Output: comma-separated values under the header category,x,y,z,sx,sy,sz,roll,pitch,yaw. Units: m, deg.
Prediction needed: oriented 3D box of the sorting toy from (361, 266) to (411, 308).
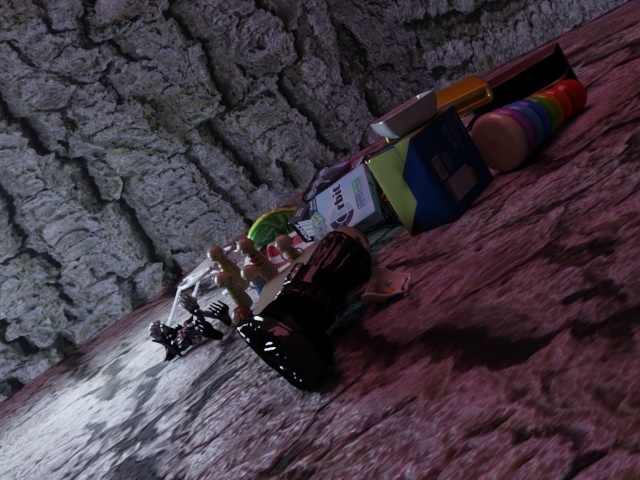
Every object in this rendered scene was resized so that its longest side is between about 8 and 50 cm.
category,x,y,z,sx,sy,sz,roll,pitch,yaw
sorting toy,0.120,0.081,1.075,0.075,0.044,0.083,-16,26,29

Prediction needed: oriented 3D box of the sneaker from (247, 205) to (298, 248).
category,x,y,z,sx,sy,sz,roll,pitch,yaw
sneaker,-0.090,-0.037,1.950,0.296,0.123,0.109,-19,-35,-17

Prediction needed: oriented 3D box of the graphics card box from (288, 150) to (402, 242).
category,x,y,z,sx,sy,sz,roll,pitch,yaw
graphics card box,0.110,-0.127,1.632,0.371,0.094,0.232,-11,41,42

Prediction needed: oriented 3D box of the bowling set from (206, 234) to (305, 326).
category,x,y,z,sx,sy,sz,roll,pitch,yaw
bowling set,-0.180,0.096,1.528,0.287,0.154,0.199,-18,32,32

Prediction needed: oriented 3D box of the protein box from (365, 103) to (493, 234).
category,x,y,z,sx,sy,sz,roll,pitch,yaw
protein box,0.246,-0.157,1.369,0.136,0.199,0.201,-21,15,47

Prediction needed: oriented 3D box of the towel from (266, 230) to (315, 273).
category,x,y,z,sx,sy,sz,roll,pitch,yaw
towel,-0.057,0.026,1.746,0.237,0.037,0.329,-31,21,11

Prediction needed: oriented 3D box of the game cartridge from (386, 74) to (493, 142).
category,x,y,z,sx,sy,sz,roll,pitch,yaw
game cartridge,0.315,-0.361,1.692,0.286,0.052,0.323,-24,13,15

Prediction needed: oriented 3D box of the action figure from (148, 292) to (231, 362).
category,x,y,z,sx,sy,sz,roll,pitch,yaw
action figure,-0.356,0.222,1.620,0.276,0.141,0.164,-22,26,42

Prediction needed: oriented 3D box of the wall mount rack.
category,x,y,z,sx,sy,sz,roll,pitch,yaw
wall mount rack,-0.417,0.156,2.210,0.304,0.130,0.350,-25,12,22

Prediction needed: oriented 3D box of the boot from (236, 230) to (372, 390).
category,x,y,z,sx,sy,sz,roll,pitch,yaw
boot,-0.002,0.099,1.037,0.260,0.131,0.348,-41,11,-15

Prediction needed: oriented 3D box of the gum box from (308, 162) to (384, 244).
category,x,y,z,sx,sy,sz,roll,pitch,yaw
gum box,0.058,-0.076,1.504,0.184,0.041,0.156,-34,48,28

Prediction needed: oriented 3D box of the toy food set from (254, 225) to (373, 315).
category,x,y,z,sx,sy,sz,roll,pitch,yaw
toy food set,-0.020,0.097,1.358,0.306,0.092,0.219,-39,11,10

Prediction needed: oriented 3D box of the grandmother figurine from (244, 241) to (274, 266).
category,x,y,z,sx,sy,sz,roll,pitch,yaw
grandmother figurine,-0.160,0.032,2.077,0.207,0.104,0.342,-59,-2,30

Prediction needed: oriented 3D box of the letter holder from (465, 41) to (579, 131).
category,x,y,z,sx,sy,sz,roll,pitch,yaw
letter holder,0.537,-0.383,1.708,0.302,0.152,0.214,-26,14,36

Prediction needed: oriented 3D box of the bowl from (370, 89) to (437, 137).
category,x,y,z,sx,sy,sz,roll,pitch,yaw
bowl,0.187,-0.269,1.346,0.142,0.053,0.142,-32,9,-1

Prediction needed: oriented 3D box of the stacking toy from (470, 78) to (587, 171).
category,x,y,z,sx,sy,sz,roll,pitch,yaw
stacking toy,0.502,-0.290,1.437,0.330,0.141,0.141,-34,9,-28
